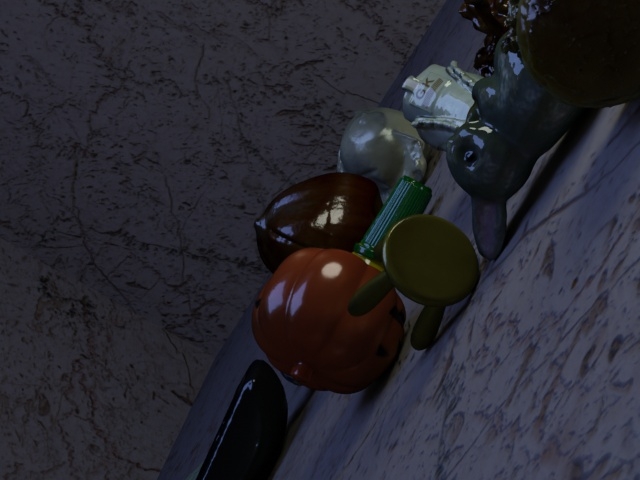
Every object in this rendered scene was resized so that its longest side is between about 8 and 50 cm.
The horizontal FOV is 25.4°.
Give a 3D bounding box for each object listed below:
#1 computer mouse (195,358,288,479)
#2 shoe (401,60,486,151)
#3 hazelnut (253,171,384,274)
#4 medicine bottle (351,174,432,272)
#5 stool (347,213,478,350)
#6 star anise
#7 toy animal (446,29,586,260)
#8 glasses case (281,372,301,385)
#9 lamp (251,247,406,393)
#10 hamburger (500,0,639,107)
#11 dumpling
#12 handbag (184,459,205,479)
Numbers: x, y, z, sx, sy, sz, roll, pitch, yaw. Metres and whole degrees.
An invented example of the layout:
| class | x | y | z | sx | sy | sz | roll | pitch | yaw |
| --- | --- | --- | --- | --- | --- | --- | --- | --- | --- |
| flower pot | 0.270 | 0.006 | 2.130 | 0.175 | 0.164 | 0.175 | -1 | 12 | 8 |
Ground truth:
| class | x | y | z | sx | sy | sz | roll | pitch | yaw |
| --- | --- | --- | --- | --- | --- | --- | --- | --- | --- |
| computer mouse | -0.117 | 0.322 | 2.206 | 0.170 | 0.100 | 0.269 | 124 | 170 | -83 |
| shoe | 0.175 | -0.159 | 1.737 | 0.124 | 0.159 | 0.316 | -59 | 2 | -3 |
| hazelnut | 0.000 | 0.000 | 2.255 | 0.229 | 0.229 | 0.229 | -59 | 5 | 9 |
| medicine bottle | 0.069 | 0.048 | 2.073 | 0.309 | 0.076 | 0.111 | -59 | 12 | 3 |
| stool | 0.104 | 0.043 | 1.562 | 0.134 | 0.135 | 0.110 | -13 | -21 | -24 |
| star anise | 0.256 | -0.301 | 1.815 | 0.237 | 0.148 | 0.346 | -62 | -5 | 1 |
| toy animal | 0.196 | -0.104 | 1.484 | 0.127 | 0.125 | 0.251 | 5 | -68 | -64 |
| glasses case | -0.022 | 0.156 | 2.333 | 0.125 | 0.076 | 0.327 | -58 | 6 | 4 |
| lamp | 0.007 | 0.106 | 1.740 | 0.164 | 0.188 | 0.187 | -61 | 5 | -31 |
| hamburger | 0.255 | -0.200 | 1.274 | 0.185 | 0.159 | 0.131 | -32 | 5 | 7 |
| dumpling | 0.099 | -0.128 | 2.395 | 0.258 | 0.147 | 0.193 | 44 | 116 | 54 |
| handbag | -0.185 | 0.420 | 2.481 | 0.219 | 0.079 | 0.256 | -57 | 6 | -11 |
